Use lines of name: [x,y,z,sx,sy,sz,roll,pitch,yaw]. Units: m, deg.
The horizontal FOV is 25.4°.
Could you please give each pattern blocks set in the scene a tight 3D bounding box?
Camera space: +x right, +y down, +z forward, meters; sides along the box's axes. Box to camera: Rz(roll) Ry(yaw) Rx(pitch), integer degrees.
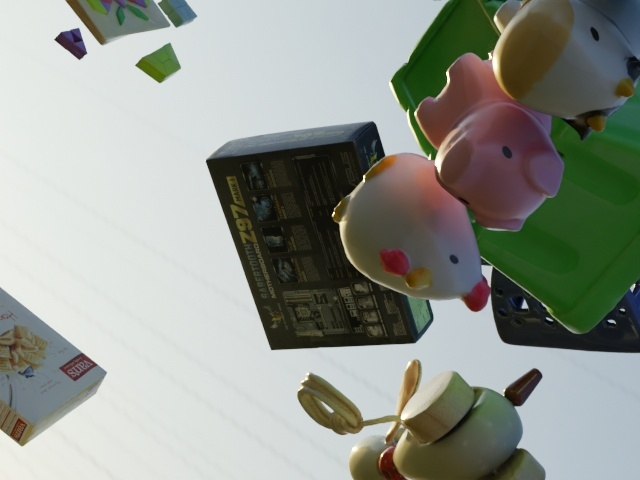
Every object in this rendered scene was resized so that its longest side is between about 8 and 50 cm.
pattern blocks set: [-0.286,-0.331,1.883,0.026,0.325,0.285,-37,-79,28]

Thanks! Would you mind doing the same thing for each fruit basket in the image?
fruit basket: [0.304,-0.105,1.498,0.392,0.392,0.283,46,-61,17]

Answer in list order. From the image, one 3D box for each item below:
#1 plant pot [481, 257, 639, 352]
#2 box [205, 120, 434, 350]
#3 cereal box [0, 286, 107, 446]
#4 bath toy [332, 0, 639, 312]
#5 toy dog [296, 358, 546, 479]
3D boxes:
plant pot: [0.358,0.003,2.000,0.236,0.236,0.212,1,-40,30]
box: [0.000,0.000,1.476,0.183,0.059,0.233,-6,-68,31]
cereal box: [-0.407,0.139,1.778,0.240,0.173,0.047,36,-62,9]
bath toy: [0.134,-0.074,0.954,0.129,0.151,0.348,50,-51,14]
toy dog: [0.147,0.212,1.638,0.333,0.161,0.220,8,-46,55]
